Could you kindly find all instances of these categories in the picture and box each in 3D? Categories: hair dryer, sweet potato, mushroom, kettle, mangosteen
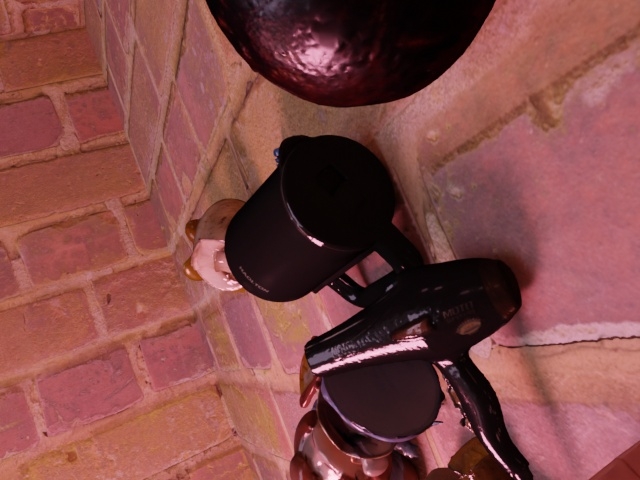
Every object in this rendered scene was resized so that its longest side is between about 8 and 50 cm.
[{"bbox_3d":[0.157,0.213,0.682,0.304,0.120,0.359,-32,84,29],"label":"hair dryer"},{"bbox_3d":[0.270,0.377,0.697,0.286,0.085,0.112,46,136,44],"label":"sweet potato"},{"bbox_3d":[-0.204,-0.003,1.357,0.253,0.195,0.188,106,172,-61],"label":"mushroom"},{"bbox_3d":[-0.013,0.002,0.892,0.308,0.203,0.262,-37,72,62],"label":"kettle"},{"bbox_3d":[0.018,-0.277,0.501,0.293,0.297,0.297,43,144,43],"label":"mangosteen"}]

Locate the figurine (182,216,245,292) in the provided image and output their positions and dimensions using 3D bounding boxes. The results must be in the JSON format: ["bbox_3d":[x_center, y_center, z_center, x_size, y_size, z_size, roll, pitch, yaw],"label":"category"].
[{"bbox_3d":[-0.295,0.032,1.581,0.228,0.215,0.215,10,118,47],"label":"figurine"}]

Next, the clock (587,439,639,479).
[{"bbox_3d":[0.328,0.306,0.476,0.227,0.142,0.241,51,159,39],"label":"clock"}]

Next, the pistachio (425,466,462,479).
[{"bbox_3d":[0.221,0.446,0.813,0.152,0.126,0.223,-33,75,29],"label":"pistachio"}]

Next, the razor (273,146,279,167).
[{"bbox_3d":[-0.051,-0.064,1.112,0.082,0.042,0.253,14,119,64],"label":"razor"}]

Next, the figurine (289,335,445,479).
[{"bbox_3d":[0.067,0.319,0.951,0.276,0.248,0.388,57,144,35],"label":"figurine"}]
